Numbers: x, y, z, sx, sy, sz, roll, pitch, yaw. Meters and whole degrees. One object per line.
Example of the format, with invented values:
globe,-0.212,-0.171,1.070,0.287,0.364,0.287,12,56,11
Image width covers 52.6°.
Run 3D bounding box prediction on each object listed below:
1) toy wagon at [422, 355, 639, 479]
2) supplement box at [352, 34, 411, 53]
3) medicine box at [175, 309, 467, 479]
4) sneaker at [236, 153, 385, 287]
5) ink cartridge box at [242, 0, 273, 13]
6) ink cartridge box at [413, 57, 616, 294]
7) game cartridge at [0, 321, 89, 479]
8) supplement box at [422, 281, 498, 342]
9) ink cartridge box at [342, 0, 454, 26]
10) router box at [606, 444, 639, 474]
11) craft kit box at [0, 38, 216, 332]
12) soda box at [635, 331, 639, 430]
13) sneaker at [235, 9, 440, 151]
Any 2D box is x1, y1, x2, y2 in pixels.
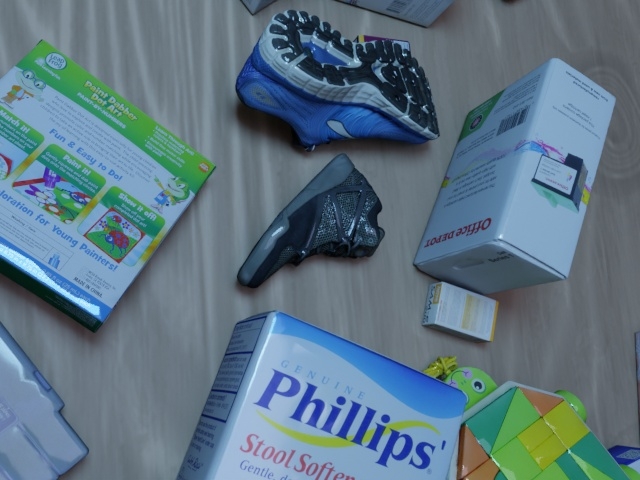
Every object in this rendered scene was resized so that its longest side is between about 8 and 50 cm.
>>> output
toy wagon,0.252,0.289,0.821,0.267,0.068,0.344,-24,68,-29
supplement box,0.083,-0.264,0.942,0.083,0.055,0.043,0,79,-23
medicine box,-0.011,0.264,0.742,0.263,0.149,0.289,25,72,-16
sneaker,0.000,0.000,0.835,0.130,0.087,0.227,45,61,-1
ink cartridge box,-0.105,-0.430,0.849,0.086,0.148,0.203,-41,96,-23
ink cartridge box,0.263,-0.076,0.894,0.117,0.201,0.278,28,70,-14
game cartridge,-0.429,0.147,0.648,0.230,0.068,0.355,-38,94,-28
supplement box,0.199,0.103,0.921,0.098,0.036,0.062,20,72,-17
ink cartridge box,0.097,-0.447,0.922,0.232,0.171,0.168,9,75,-21
router box,0.364,0.484,0.883,0.335,0.082,0.301,-14,85,-24
craft kit box,-0.283,-0.067,0.725,0.250,0.061,0.247,37,58,-11
soda box,0.544,0.234,1.019,0.058,0.063,0.183,8,76,-20
sneaker,0.030,-0.194,0.875,0.330,0.147,0.130,11,62,-39
